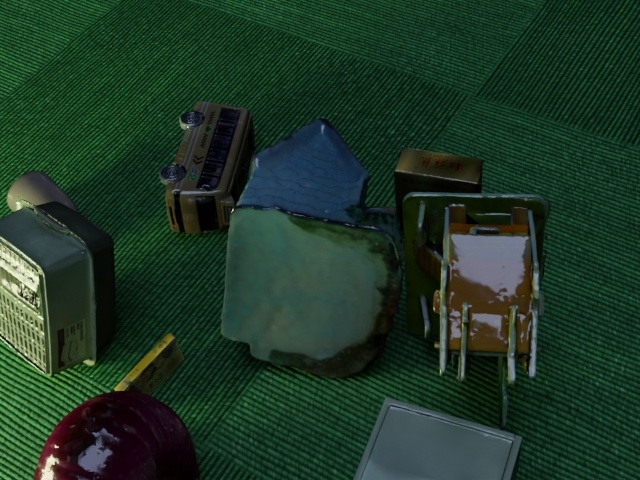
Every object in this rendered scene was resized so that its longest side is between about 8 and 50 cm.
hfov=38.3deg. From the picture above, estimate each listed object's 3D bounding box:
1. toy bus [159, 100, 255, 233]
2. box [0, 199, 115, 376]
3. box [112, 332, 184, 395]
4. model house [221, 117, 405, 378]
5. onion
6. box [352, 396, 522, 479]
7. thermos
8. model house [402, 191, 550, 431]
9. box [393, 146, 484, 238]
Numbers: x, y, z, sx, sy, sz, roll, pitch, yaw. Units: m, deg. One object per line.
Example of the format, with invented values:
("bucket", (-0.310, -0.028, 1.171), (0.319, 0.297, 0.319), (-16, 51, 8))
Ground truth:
("toy bus", (-0.229, -0.151, 1.922), (0.157, 0.139, 0.289), (6, 48, 6))
("box", (-0.486, 0.082, 1.667), (0.221, 0.290, 0.166), (30, 40, 28))
("box", (-0.306, 0.240, 1.649), (0.020, 0.073, 0.149), (27, 60, 28))
("model house", (0.000, 0.000, 1.657), (0.298, 0.360, 0.339), (8, 39, 2))
("onion", (-0.325, 0.357, 1.459), (0.273, 0.230, 0.256), (-9, 49, 9))
("box", (0.173, 0.394, 1.432), (0.225, 0.117, 0.225), (14, 53, 19))
("thermos", (-0.559, -0.037, 1.904), (0.193, 0.105, 0.137), (39, 90, 24))
("model house", (0.238, 0.147, 1.473), (0.243, 0.357, 0.312), (4, 42, 9))
("box", (0.222, -0.058, 1.716), (0.159, 0.240, 0.071), (8, 52, 15))
